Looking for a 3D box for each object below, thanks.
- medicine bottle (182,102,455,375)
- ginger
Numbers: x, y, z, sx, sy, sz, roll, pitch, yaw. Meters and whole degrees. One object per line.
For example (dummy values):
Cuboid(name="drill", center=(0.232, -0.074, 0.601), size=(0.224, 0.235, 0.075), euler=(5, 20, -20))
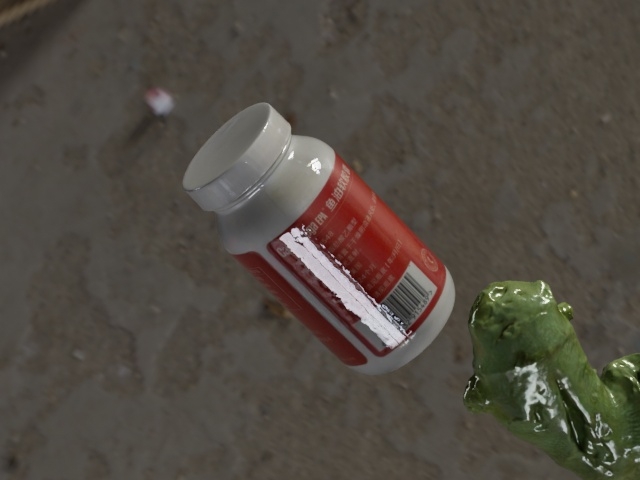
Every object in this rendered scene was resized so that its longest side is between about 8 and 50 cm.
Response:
Cuboid(name="medicine bottle", center=(0.000, 0.000, 1.535), size=(0.131, 0.250, 0.131), euler=(-37, 22, 18))
Cuboid(name="ginger", center=(0.235, 0.131, 1.423), size=(0.137, 0.290, 0.089), euler=(-59, 17, 23))
